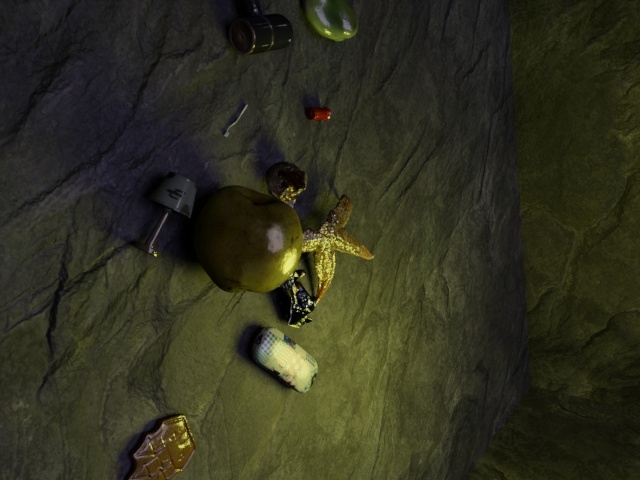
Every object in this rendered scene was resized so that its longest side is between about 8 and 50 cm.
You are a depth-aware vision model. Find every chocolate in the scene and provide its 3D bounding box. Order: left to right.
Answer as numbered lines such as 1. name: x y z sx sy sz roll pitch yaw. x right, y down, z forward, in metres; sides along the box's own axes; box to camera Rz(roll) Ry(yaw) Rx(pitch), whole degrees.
1. chocolate: -0.093 0.160 1.837 0.148 0.126 0.343 -45 129 -20

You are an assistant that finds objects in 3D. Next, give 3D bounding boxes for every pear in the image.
1. pear: -0.201 0.006 1.580 0.303 0.303 0.304 -8 101 -49

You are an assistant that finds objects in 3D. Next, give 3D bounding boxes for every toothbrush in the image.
1. toothbrush: -0.249 -0.355 1.679 0.013 0.011 0.131 43 62 -29

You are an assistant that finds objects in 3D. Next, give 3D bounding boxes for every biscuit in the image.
1. biscuit: -0.436 0.587 1.553 0.215 0.034 0.182 -35 119 -42

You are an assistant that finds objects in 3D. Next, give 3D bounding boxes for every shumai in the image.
1. shumai: -0.098 -0.199 1.800 0.123 0.105 0.139 46 26 -12

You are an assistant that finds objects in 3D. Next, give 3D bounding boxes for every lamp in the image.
1. lamp: -0.397 -0.065 1.459 0.121 0.121 0.215 36 76 -46

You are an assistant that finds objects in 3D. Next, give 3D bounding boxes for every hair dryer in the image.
1. hair dryer: -0.198 -0.722 1.637 0.189 0.107 0.353 -30 111 -47

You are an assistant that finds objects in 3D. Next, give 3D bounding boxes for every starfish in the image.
1. starfish: 0.010 0.000 1.955 0.398 0.132 0.384 -48 133 -31

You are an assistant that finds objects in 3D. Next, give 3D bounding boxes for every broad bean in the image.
1. broad bean: 0.037 -0.758 1.905 0.227 0.100 0.170 -5 91 -48

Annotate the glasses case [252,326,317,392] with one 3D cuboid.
1. glasses case: -0.112 0.397 1.881 0.327 0.076 0.125 49 57 -42

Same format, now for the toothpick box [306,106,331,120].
1. toothpick box: -0.008 -0.429 1.928 0.083 0.047 0.047 -13 105 -48

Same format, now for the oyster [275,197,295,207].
1. oyster: -0.113 -0.136 1.852 0.051 0.034 0.093 -57 147 -6
